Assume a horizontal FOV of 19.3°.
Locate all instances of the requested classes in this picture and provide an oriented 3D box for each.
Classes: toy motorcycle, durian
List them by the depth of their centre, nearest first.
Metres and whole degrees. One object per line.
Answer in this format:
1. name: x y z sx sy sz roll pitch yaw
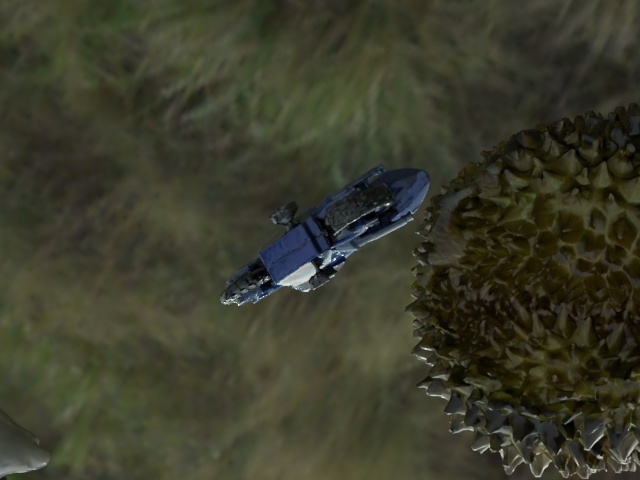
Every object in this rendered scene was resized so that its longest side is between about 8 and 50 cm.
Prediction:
1. durian: 0.205 0.038 1.243 0.292 0.258 0.258 -2 145 18
2. toy motorcycle: 0.000 0.000 1.634 0.205 0.114 0.076 -34 84 37

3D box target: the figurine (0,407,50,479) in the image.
1. figurine: -0.309 0.235 1.689 0.193 0.154 0.421 -11 129 18
